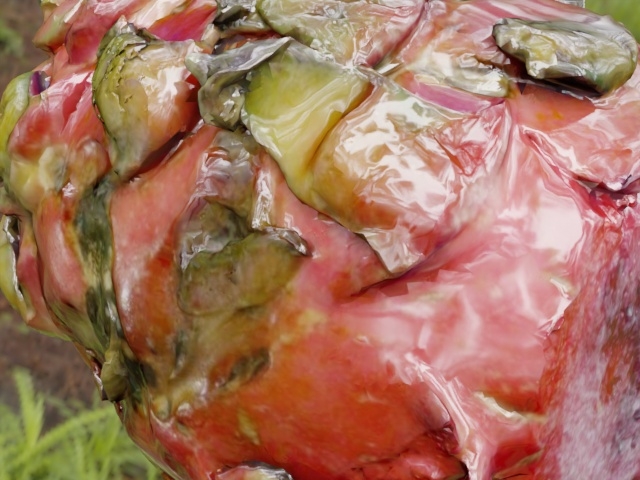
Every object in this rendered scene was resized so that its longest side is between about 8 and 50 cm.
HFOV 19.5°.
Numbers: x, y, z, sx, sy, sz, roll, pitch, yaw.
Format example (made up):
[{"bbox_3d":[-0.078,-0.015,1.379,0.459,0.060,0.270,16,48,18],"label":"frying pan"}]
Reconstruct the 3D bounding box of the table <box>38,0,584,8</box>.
[{"bbox_3d":[-0.033,-0.086,1.111,0.317,0.249,0.317,4,71,-11],"label":"table"}]

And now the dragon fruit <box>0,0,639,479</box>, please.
[{"bbox_3d":[0.000,0.000,0.725,0.291,0.269,0.250,19,17,28],"label":"dragon fruit"}]
